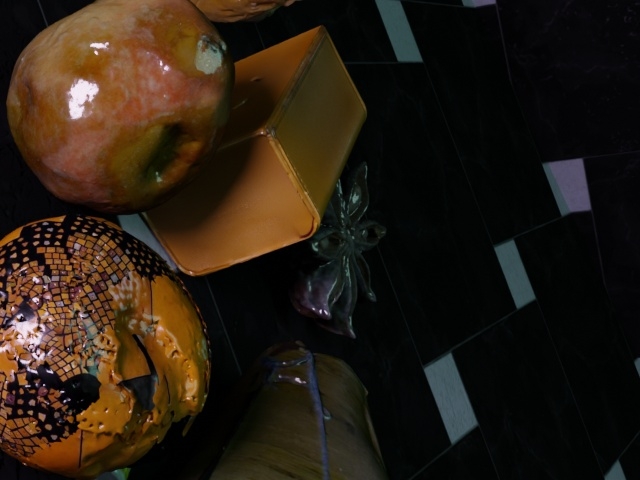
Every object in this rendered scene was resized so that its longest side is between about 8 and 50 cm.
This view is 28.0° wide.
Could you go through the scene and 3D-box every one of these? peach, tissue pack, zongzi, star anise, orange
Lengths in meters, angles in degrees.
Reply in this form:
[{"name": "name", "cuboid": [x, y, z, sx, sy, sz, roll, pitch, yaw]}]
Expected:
[{"name": "peach", "cuboid": [-0.188, -0.142, 1.257, 0.214, 0.235, 0.214, 36, 36, -33]}, {"name": "tissue pack", "cuboid": [-0.072, -0.106, 1.485, 0.145, 0.194, 0.274, 57, 29, -22]}, {"name": "zongzi", "cuboid": [0.047, 0.283, 1.286, 0.393, 0.174, 0.356, 23, 32, 2]}, {"name": "star anise", "cuboid": [0.000, -0.001, 1.643, 0.223, 0.109, 0.236, 35, 57, -57]}, {"name": "orange", "cuboid": [-0.205, 0.091, 1.105, 0.234, 0.182, 0.234, 24, 57, -43]}]

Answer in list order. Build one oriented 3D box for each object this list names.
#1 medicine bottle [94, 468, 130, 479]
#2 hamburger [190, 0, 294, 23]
[{"name": "medicine bottle", "cuboid": [-0.194, 0.195, 1.197, 0.047, 0.047, 0.083, 54, 30, -27]}, {"name": "hamburger", "cuboid": [-0.127, -0.369, 1.584, 0.330, 0.209, 0.162, 36, 32, 15]}]
